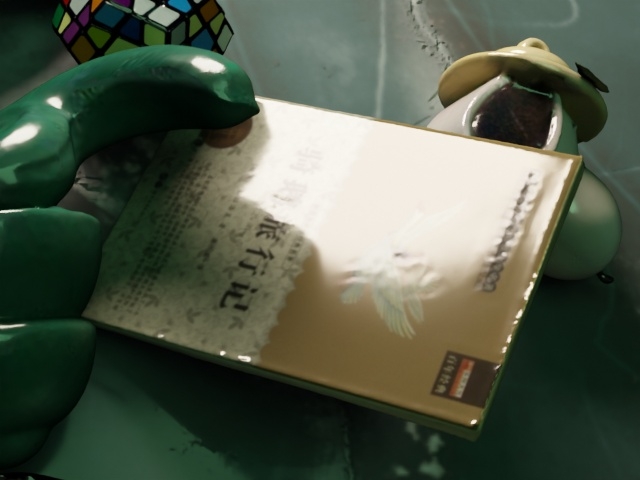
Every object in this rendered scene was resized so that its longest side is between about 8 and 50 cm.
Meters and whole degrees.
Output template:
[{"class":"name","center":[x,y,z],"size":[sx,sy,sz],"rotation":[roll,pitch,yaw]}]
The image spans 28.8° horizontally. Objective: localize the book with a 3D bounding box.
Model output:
[{"class":"book","center":[0.000,0.000,0.857],"size":[0.310,0.021,0.217],"rotation":[13,60,24]}]

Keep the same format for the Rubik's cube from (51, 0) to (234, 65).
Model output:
[{"class":"Rubik's cube","center":[-0.131,-0.159,0.924],"size":[0.112,0.133,0.133],"rotation":[25,58,26]}]

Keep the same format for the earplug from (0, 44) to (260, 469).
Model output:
[{"class":"earplug","center":[-0.179,0.005,0.810],"size":[0.257,0.164,0.280],"rotation":[1,79,-21]}]

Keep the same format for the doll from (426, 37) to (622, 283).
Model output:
[{"class":"doll","center":[0.115,-0.030,0.930],"size":[0.271,0.144,0.208],"rotation":[-24,85,-30]}]

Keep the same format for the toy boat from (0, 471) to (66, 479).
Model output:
[{"class":"toy boat","center":[-0.142,0.207,0.772],"size":[0.223,0.097,0.100],"rotation":[23,64,12]}]
